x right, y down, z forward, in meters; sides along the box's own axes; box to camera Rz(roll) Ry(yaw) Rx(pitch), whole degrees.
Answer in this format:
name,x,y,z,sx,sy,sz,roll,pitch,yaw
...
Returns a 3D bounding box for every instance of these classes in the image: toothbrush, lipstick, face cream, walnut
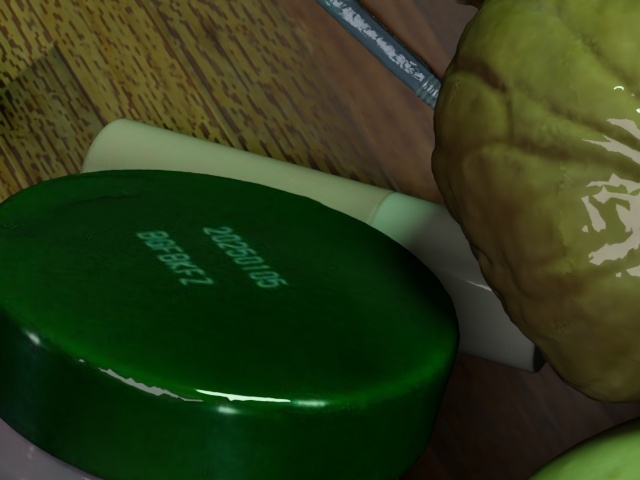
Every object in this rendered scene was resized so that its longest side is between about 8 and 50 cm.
name,x,y,z,sx,sy,sz,roll,pitch,yaw
toothbrush,0.051,-0.082,0.820,0.219,0.019,0.016,45,114,11
lipstick,0.000,0.000,0.821,0.254,0.070,0.070,16,101,19
face cream,-0.079,0.167,0.737,0.219,0.312,0.357,11,115,-3
walnut,0.157,-0.037,0.676,0.228,0.228,0.228,2,97,20

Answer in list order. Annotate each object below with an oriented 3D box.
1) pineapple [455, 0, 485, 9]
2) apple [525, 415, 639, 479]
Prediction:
name,x,y,z,sx,sy,sz,roll,pitch,yaw
pineapple,0.045,-0.224,0.767,0.125,0.125,0.251,-42,76,19
apple,0.181,0.252,0.645,0.357,0.357,0.357,2,97,20
